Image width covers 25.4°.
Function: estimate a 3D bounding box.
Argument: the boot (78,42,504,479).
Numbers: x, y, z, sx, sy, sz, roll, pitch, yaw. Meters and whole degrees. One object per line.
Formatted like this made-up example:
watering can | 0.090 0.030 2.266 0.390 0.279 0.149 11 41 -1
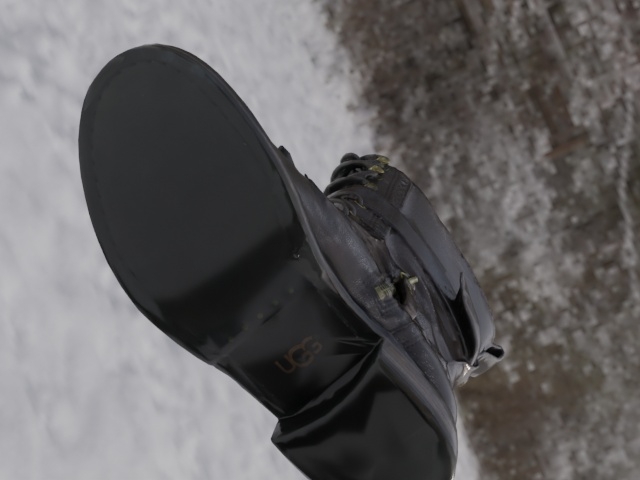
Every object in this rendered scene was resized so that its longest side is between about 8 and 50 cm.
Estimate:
boot | 0.000 0.000 0.710 0.263 0.091 0.229 56 21 -11
